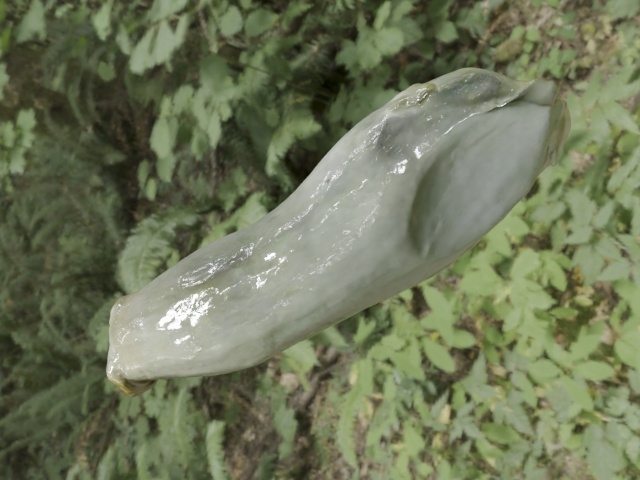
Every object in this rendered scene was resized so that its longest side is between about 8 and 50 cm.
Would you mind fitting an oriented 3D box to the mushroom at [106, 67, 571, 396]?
[{"bbox_3d":[0.000,0.002,0.536,0.351,0.097,0.109,-33,54,9],"label":"mushroom"}]
